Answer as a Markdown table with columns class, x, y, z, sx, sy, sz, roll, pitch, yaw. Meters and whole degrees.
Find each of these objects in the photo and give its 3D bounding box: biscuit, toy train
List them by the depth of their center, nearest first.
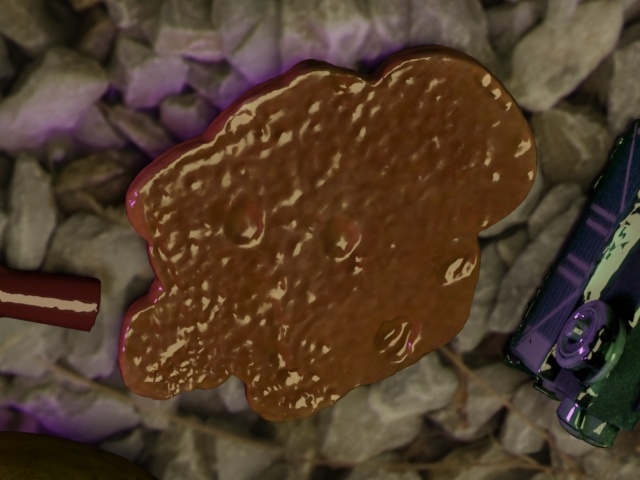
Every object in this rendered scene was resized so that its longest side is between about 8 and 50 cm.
| class | x | y | z | sx | sy | sz | roll | pitch | yaw |
| --- | --- | --- | --- | --- | --- | --- | --- | --- | --- |
| biscuit | -0.001 | -0.001 | 1.465 | 0.376 | 0.051 | 0.269 | -35 | 113 | -2 |
| toy train | 0.254 | 0.029 | 1.487 | 0.115 | 0.154 | 0.269 | 25 | 98 | -21 |

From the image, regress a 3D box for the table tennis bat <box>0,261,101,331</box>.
| class | x | y | z | sx | sy | sz | roll | pitch | yaw |
| --- | --- | --- | --- | --- | --- | --- | --- | --- | --- |
| table tennis bat | -0.319 | 0.027 | 1.396 | 0.310 | 0.038 | 0.200 | 9 | 104 | -16 |

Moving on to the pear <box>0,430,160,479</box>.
| class | x | y | z | sx | sy | sz | roll | pitch | yaw |
| --- | --- | --- | --- | --- | --- | --- | --- | --- | --- |
| pear | -0.237 | 0.266 | 1.377 | 0.307 | 0.253 | 0.252 | 0 | 105 | -22 |
